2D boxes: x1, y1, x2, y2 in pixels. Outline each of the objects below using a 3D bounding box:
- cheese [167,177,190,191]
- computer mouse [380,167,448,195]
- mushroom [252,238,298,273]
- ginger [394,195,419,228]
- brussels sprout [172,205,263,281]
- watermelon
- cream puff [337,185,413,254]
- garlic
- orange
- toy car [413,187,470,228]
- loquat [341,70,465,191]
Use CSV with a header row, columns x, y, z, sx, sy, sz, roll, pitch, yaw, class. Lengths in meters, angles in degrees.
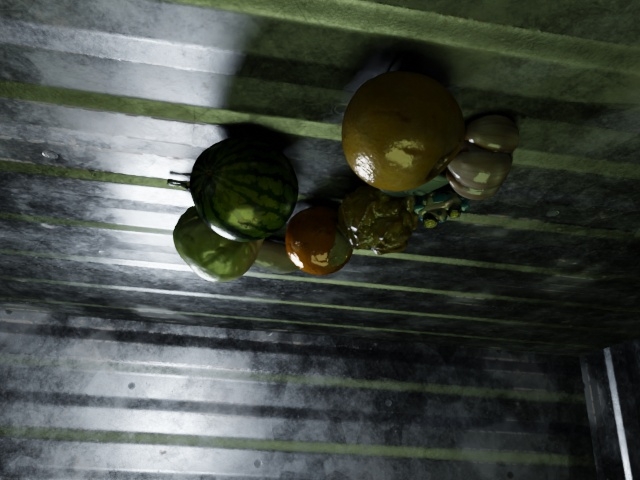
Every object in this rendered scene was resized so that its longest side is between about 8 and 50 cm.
x,y,z,sx,sy,sz,roll,pitch,yaw,class
-0.402,-0.172,1.700,0.163,0.036,0.086,8,159,-11,cheese
0.234,-0.193,1.493,0.189,0.121,0.371,-15,154,37,computer mouse
-0.207,0.060,2.111,0.398,0.125,0.177,11,175,-17,mushroom
0.267,-0.086,1.776,0.115,0.081,0.205,-29,145,-1,ginger
-0.343,0.008,1.850,0.317,0.273,0.242,-4,-163,-8,brussels sprout
-0.204,-0.137,1.453,0.286,0.284,0.285,2,157,1,watermelon
0.165,-0.059,1.661,0.196,0.244,0.244,-20,161,-16,cream puff
0.418,-0.205,1.386,0.191,0.160,0.214,-2,160,-2,garlic
0.000,0.000,1.803,0.240,0.239,0.240,2,157,1,orange
0.366,-0.121,1.650,0.162,0.126,0.098,-18,133,27,toy car
0.171,-0.245,1.196,0.275,0.274,0.274,2,157,1,loquat
